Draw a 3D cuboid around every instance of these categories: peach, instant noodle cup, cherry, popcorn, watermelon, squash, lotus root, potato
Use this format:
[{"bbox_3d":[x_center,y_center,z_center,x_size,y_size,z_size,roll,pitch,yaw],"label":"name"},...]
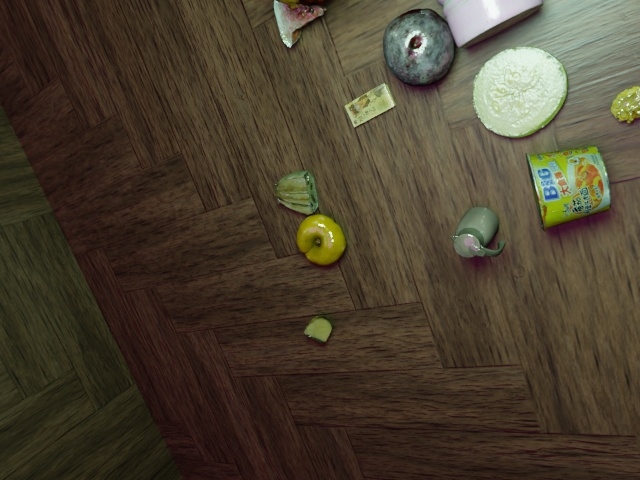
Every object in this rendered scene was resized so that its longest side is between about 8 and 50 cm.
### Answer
[{"bbox_3d":[0.000,0.000,1.560,0.179,0.103,0.179,14,118,27],"label":"peach"},{"bbox_3d":[0.595,-0.130,1.116,0.153,0.205,0.204,-11,104,23],"label":"instant noodle cup"},{"bbox_3d":[0.246,-0.483,1.167,0.195,0.195,0.195,12,115,26],"label":"cherry"},{"bbox_3d":[0.707,-0.306,1.051,0.082,0.057,0.083,4,115,30],"label":"popcorn"},{"bbox_3d":[-0.063,-0.661,1.330,0.158,0.098,0.121,-29,109,40],"label":"watermelon"},{"bbox_3d":[0.494,-0.371,1.157,0.219,0.041,0.219,11,115,25],"label":"squash"},{"bbox_3d":[-0.082,-0.168,1.559,0.144,0.070,0.143,7,119,23],"label":"lotus root"},{"bbox_3d":[0.001,0.315,1.715,0.096,0.066,0.103,30,115,-12],"label":"potato"}]

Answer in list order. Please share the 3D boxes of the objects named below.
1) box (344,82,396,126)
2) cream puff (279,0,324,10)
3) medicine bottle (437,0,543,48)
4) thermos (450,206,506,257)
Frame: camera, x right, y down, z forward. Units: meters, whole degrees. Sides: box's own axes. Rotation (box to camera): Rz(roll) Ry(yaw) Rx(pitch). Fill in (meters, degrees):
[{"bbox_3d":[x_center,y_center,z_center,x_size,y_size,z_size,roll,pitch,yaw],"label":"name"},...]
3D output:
[{"bbox_3d":[0.143,-0.396,1.362,0.149,0.020,0.073,-22,99,35],"label":"box"},{"bbox_3d":[-0.017,-0.777,1.169,0.351,0.229,0.350,20,120,39],"label":"cream puff"},{"bbox_3d":[0.345,-0.625,1.039,0.202,0.202,0.315,-19,99,34],"label":"medicine bottle"},{"bbox_3d":[0.430,-0.009,1.252,0.137,0.193,0.105,30,121,15],"label":"thermos"}]
